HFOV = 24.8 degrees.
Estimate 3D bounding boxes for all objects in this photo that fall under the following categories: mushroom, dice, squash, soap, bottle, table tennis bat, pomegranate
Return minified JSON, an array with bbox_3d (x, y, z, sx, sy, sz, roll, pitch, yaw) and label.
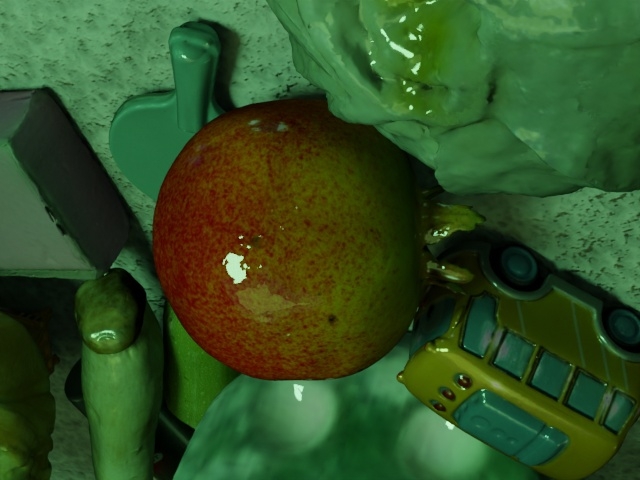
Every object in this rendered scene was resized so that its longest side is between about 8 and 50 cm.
[{"bbox_3d":[-0.190,0.154,1.406,0.081,0.100,0.312,-1,134,-5],"label":"mushroom"},{"bbox_3d":[0.054,0.305,1.353,0.328,0.348,0.330,10,147,20],"label":"dice"},{"bbox_3d":[-0.107,0.088,1.384,0.095,0.095,0.188,18,138,10],"label":"squash"},{"bbox_3d":[-0.325,-0.049,1.342,0.259,0.081,0.181,1,137,32],"label":"soap"},{"bbox_3d":[-0.165,0.229,1.593,0.082,0.082,0.286,-10,131,39],"label":"bottle"},{"bbox_3d":[-0.105,-0.090,1.199,0.153,0.040,0.244,17,147,6],"label":"table tennis bat"},{"bbox_3d":[0.000,0.000,1.111,0.257,0.221,0.221,-5,137,9],"label":"pomegranate"}]

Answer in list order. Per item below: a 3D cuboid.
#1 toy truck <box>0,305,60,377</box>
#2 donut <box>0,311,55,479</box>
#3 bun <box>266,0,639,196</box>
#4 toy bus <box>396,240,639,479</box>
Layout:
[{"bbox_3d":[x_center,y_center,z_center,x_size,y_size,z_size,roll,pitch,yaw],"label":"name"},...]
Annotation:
[{"bbox_3d":[-0.426,0.104,1.558,0.270,0.135,0.114,14,141,7],"label":"toy truck"},{"bbox_3d":[-0.429,0.168,1.407,0.360,0.170,0.360,7,119,12],"label":"donut"},{"bbox_3d":[0.101,-0.165,0.831,0.362,0.211,0.362,24,150,15],"label":"bun"},{"bbox_3d":[0.167,0.105,1.197,0.209,0.136,0.126,30,144,-4],"label":"toy bus"}]
